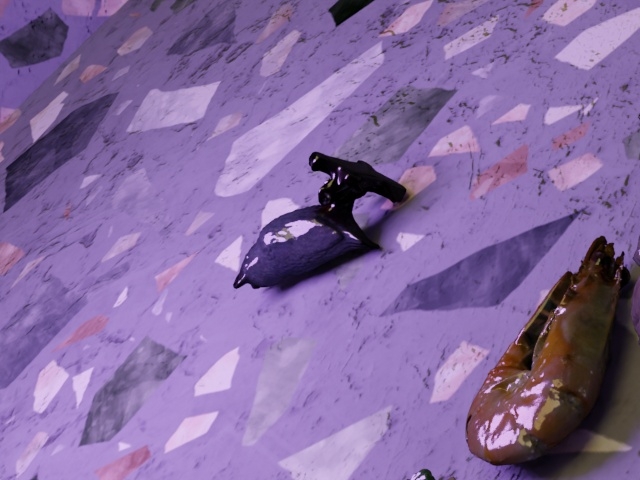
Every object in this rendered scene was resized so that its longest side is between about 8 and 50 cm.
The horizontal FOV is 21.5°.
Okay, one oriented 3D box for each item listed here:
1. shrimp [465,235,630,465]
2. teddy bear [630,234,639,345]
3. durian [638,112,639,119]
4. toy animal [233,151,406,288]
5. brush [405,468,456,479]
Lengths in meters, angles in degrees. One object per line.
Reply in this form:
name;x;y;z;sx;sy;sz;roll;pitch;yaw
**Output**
shrimp;0.211;0.097;1.516;0.145;0.061;0.267;-20;35;52
teddy bear;0.351;-0.002;1.374;0.236;0.151;0.267;-4;46;46
durian;0.416;-0.145;1.566;0.220;0.095;0.137;-42;44;-4
toy animal;-0.001;0.004;1.922;0.117;0.121;0.210;49;112;20
brush;0.009;0.300;1.492;0.282;0.048;0.054;-39;25;8
